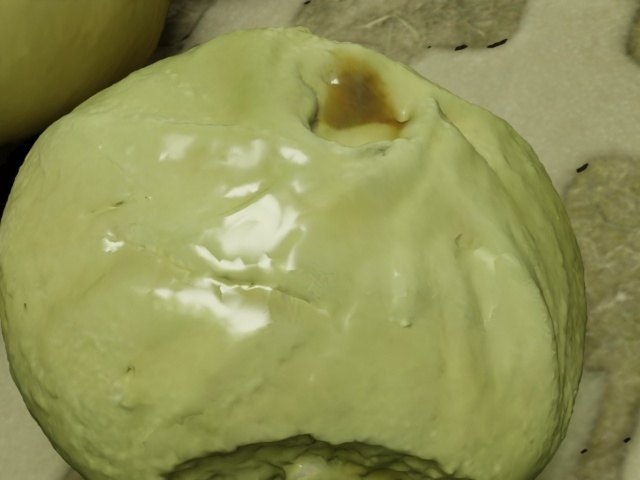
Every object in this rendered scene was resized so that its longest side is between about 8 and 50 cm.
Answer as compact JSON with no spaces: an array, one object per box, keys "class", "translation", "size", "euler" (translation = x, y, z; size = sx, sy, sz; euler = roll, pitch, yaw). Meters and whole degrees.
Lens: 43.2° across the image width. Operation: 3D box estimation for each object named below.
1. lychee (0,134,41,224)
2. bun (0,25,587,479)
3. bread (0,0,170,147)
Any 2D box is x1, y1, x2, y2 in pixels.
[{"class":"lychee","translation":[-0.186,-0.029,0.631],"size":[0.129,0.123,0.123],"euler":[-10,60,-26]},{"class":"bun","translation":[-0.001,-0.005,0.481],"size":[0.365,0.202,0.364],"euler":[12,46,-12]},{"class":"bread","translation":[-0.295,-0.195,0.570],"size":[0.348,0.252,0.376],"euler":[17,29,11]}]
